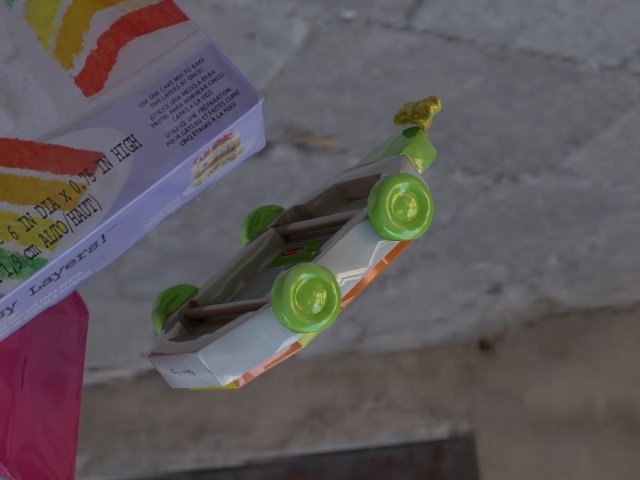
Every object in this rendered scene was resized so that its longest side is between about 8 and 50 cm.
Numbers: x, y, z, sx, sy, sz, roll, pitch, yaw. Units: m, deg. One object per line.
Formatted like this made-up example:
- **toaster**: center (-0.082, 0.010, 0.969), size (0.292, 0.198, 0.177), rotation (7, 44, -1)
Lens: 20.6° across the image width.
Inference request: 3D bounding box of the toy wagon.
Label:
- **toy wagon**: center (0.000, 0.000, 1.539), size (0.344, 0.068, 0.267), rotation (-43, -165, -24)

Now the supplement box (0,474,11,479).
- **supplement box**: center (-0.084, 0.114, 0.396), size (0.220, 0.114, 0.111), rotation (27, 177, 1)

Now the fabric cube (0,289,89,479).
- **fabric cube**: center (-0.367, 0.117, 1.531), size (0.254, 0.258, 0.259), rotation (-12, 139, 12)

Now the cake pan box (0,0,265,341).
- **cake pan box**: center (-0.206, -0.076, 0.981), size (0.267, 0.246, 0.070), rotation (-37, 165, -14)
